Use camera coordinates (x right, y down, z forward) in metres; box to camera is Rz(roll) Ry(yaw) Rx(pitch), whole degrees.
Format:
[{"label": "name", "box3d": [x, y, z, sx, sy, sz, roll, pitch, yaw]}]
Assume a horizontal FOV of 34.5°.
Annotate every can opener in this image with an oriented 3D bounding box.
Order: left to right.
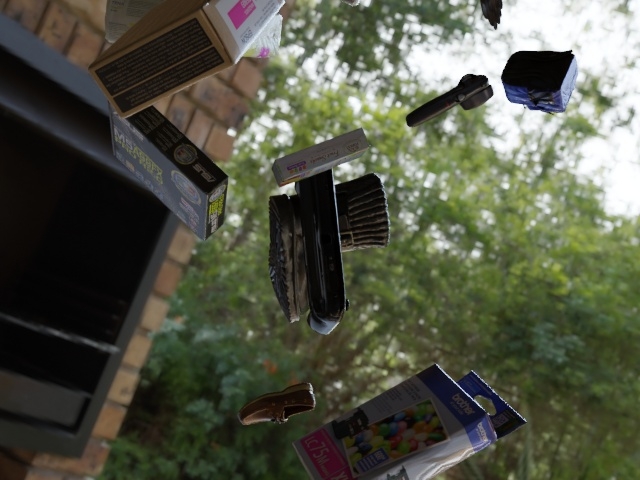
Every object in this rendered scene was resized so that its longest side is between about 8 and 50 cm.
[{"label": "can opener", "box3d": [0.253, -0.274, 2.043, 0.073, 0.186, 0.059, 63, 5, -11]}]

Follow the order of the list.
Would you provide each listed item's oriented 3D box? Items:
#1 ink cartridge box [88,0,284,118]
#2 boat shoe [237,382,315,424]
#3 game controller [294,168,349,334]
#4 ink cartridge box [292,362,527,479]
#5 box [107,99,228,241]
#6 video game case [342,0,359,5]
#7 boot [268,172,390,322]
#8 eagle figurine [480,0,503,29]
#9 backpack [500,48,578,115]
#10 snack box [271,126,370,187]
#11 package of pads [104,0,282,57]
[{"label": "ink cartridge box", "box3d": [-0.173, -0.277, 1.379, 0.193, 0.235, 0.088, -20, -66, 27]}, {"label": "boat shoe", "box3d": [-0.096, 0.372, 2.280, 0.178, 0.060, 0.064, -19, -36, -3]}, {"label": "game controller", "box3d": [0.000, 0.000, 1.797, 0.067, 0.319, 0.166, -3, -19, -6]}, {"label": "ink cartridge box", "box3d": [0.126, 0.285, 1.522, 0.065, 0.311, 0.186, 68, -10, -22]}, {"label": "box", "box3d": [-0.295, -0.145, 1.987, 0.270, 0.060, 0.216, 43, -22, 10]}, {"label": "video game case", "box3d": [-0.023, -0.641, 1.928, 0.329, 0.300, 0.036, 25, 13, 10]}, {"label": "boot", "box3d": [0.024, 0.023, 2.313, 0.260, 0.348, 0.131, -11, 39, -16]}, {"label": "eagle figurine", "box3d": [0.281, -0.556, 1.841, 0.298, 0.226, 0.225, 44, -6, -3]}, {"label": "backpack", "box3d": [0.380, -0.274, 1.806, 0.120, 0.098, 0.101, 13, -32, 28]}, {"label": "snack box", "box3d": [-0.002, -0.125, 1.565, 0.141, 0.037, 0.100, -21, 0, -7]}, {"label": "package of pads", "box3d": [-0.244, -0.412, 1.980, 0.229, 0.101, 0.296, 13, 13, 25]}]
